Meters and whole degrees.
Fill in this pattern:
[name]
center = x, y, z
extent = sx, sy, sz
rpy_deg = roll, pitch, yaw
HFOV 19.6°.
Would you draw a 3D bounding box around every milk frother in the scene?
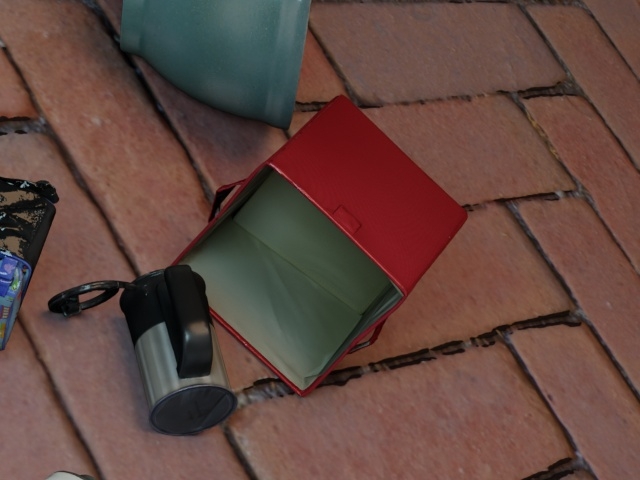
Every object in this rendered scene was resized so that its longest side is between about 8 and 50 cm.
[milk frother]
center = -0.163, 0.098, 1.690
extent = 0.143, 0.129, 0.135
rpy_deg = -16, 55, -3

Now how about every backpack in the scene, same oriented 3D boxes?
[backpack]
center = -0.325, 0.000, 1.567
extent = 0.173, 0.158, 0.117
rpy_deg = 21, 57, -9

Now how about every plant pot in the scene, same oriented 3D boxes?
[plant pot]
center = -0.110, -0.276, 1.991
extent = 0.196, 0.293, 0.293
rpy_deg = 7, 42, -4

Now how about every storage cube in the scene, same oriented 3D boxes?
[storage cube]
center = 0.000, 0.000, 1.860
extent = 0.215, 0.184, 0.193
rpy_deg = 44, 34, 0

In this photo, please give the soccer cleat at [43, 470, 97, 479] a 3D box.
[soccer cleat]
center = -0.133, 0.328, 1.475
extent = 0.318, 0.108, 0.116
rpy_deg = 45, 55, -1
